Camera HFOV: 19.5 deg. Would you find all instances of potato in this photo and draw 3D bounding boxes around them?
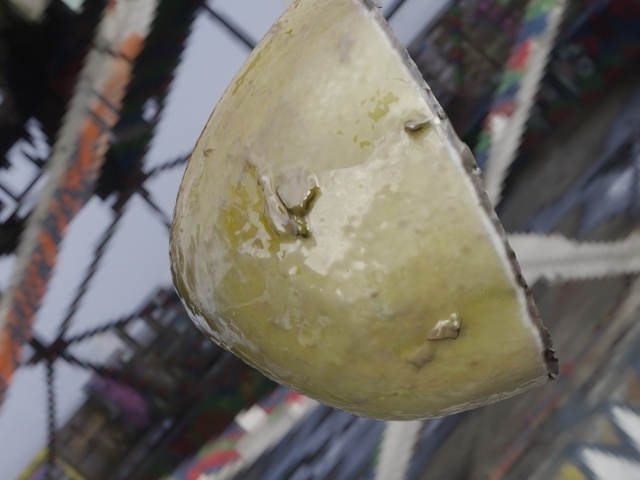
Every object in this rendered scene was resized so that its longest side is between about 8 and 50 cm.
[{"bbox_3d":[0.000,0.000,0.721,0.117,0.182,0.202,-30,15,-3],"label":"potato"}]
